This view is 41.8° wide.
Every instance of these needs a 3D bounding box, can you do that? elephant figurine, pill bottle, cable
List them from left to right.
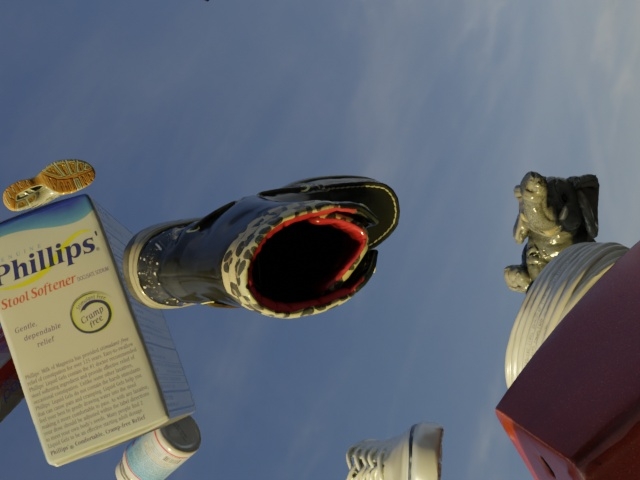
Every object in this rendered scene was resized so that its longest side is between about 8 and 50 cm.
[{"bbox_3d":[-0.280,0.361,1.426,0.087,0.160,0.087,32,-148,-23],"label":"pill bottle"},{"bbox_3d":[0.352,-0.032,1.251,0.186,0.170,0.239,-131,25,-64],"label":"elephant figurine"},{"bbox_3d":[0.341,0.125,1.084,0.257,0.089,0.257,18,-89,-43],"label":"cable"}]

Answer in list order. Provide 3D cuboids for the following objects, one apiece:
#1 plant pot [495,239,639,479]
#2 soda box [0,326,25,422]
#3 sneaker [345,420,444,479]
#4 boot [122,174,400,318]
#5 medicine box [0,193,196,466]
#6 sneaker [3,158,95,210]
[{"bbox_3d":[0.305,0.165,0.682,0.267,0.236,0.267,59,174,-6],"label":"plant pot"},{"bbox_3d":[-0.565,0.252,1.405,0.263,0.084,0.092,-59,-33,-58],"label":"soda box"},{"bbox_3d":[0.069,0.237,0.839,0.258,0.091,0.094,92,-175,-65],"label":"sneaker"},{"bbox_3d":[0.000,0.002,0.594,0.236,0.179,0.085,-15,-82,-32],"label":"boot"},{"bbox_3d":[-0.288,0.117,1.077,0.263,0.149,0.289,99,150,-80],"label":"medicine box"},{"bbox_3d":[-0.243,-0.051,0.756,0.037,0.083,0.031,-172,63,-82],"label":"sneaker"}]
